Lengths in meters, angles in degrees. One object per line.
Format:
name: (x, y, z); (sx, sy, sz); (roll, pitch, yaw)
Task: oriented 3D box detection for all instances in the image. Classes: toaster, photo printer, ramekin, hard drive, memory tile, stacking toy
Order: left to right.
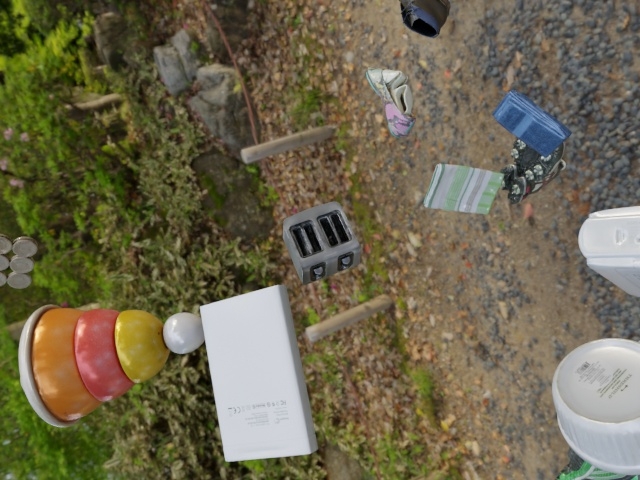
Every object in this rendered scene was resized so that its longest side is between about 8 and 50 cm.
memory tile: (-0.549, 0.032, 0.894); (0.113, 0.148, 0.012); (-63, 34, 31)
stacking toy: (-0.557, 0.312, 1.574); (0.350, 0.480, 0.350); (167, 90, -89)
hard drive: (-0.144, 0.296, 1.215); (0.047, 0.233, 0.352); (4, -109, -59)
toaster: (0.000, 0.000, 1.421); (0.110, 0.168, 0.185); (96, 152, -67)
ramekin: (0.480, 0.256, 0.886); (0.109, 0.207, 0.207); (55, 175, -29)
photo printer: (0.613, 0.031, 0.907); (0.256, 0.308, 0.107); (-4, 71, 45)

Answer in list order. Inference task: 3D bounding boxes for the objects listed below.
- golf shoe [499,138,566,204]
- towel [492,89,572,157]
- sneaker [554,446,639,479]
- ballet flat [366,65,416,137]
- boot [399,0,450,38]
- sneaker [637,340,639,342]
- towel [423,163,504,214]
golf shoe: (0.492, -0.180, 1.227); (0.273, 0.120, 0.105); (87, 159, -74)
towel: (0.341, -0.188, 0.892); (0.119, 0.029, 0.067); (39, 150, 7)
sneaker: (0.528, 0.465, 1.013); (0.146, 0.134, 0.343); (52, 166, 41)
ballet flat: (0.171, -0.335, 1.252); (0.079, 0.077, 0.221); (-43, 50, 39)
boot: (0.227, -0.598, 1.368); (0.082, 0.219, 0.106); (-37, 33, 60)
sneaker: (0.742, 0.377, 1.187); (0.137, 0.210, 0.365); (-148, 69, -66)
towel: (0.315, -0.109, 1.204); (0.023, 0.152, 0.113); (-91, 11, -52)
